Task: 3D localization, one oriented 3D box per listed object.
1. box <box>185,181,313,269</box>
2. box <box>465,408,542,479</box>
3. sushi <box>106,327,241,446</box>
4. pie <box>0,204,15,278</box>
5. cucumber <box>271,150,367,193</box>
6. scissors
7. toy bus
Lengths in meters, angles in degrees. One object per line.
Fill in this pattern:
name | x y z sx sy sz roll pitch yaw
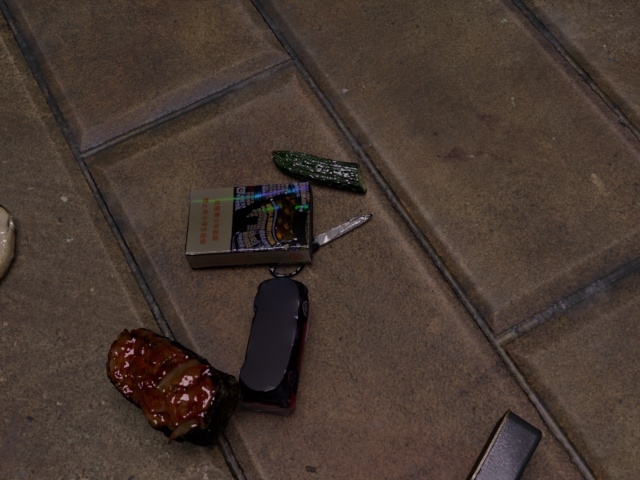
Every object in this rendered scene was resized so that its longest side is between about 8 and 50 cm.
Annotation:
box | -0.174 -0.038 2.111 0.310 0.084 0.198 -3 58 5
box | 0.382 0.473 1.796 0.090 0.144 0.201 30 66 14
sushi | -0.327 0.325 1.840 0.343 0.182 0.196 25 89 39
pie | -0.916 0.025 2.130 0.337 0.075 0.337 1 59 -2
cucumber | -0.005 -0.182 2.207 0.265 0.077 0.077 11 63 11
scissors | 0.000 0.000 2.130 0.300 0.022 0.109 -26 63 -8
toy bus | -0.101 0.243 1.935 0.127 0.147 0.303 4 62 8
